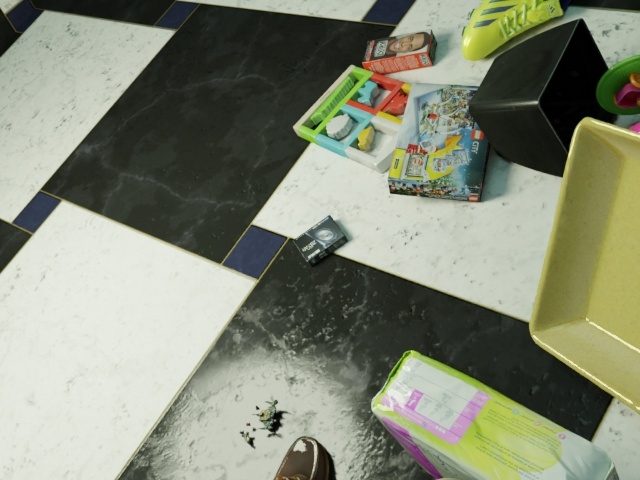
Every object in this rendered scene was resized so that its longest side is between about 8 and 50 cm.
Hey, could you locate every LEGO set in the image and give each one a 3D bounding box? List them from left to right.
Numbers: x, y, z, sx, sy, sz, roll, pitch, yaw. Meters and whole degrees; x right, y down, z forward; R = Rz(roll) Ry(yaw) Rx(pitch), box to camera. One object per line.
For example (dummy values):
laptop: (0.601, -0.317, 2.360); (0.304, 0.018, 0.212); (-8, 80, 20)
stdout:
LEGO set: (-0.091, 0.287, 1.301); (0.083, 0.023, 0.054); (-38, 42, 16)

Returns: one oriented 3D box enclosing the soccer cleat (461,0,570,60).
soccer cleat: (0.393, -0.441, 1.565); (0.289, 0.093, 0.121); (-41, 52, -5)

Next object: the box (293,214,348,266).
box: (0.000, 0.000, 1.479); (0.083, 0.018, 0.067); (-34, 45, 0)

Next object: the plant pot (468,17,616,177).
plant pot: (0.360, -0.224, 1.355); (0.167, 0.187, 0.188); (3, 55, 47)

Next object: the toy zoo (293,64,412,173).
toy zoo: (0.104, -0.237, 1.604); (0.293, 0.030, 0.192); (29, 72, 41)

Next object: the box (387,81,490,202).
box: (0.220, -0.178, 1.454); (0.159, 0.044, 0.233); (7, 58, 16)

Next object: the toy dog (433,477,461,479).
toy dog: (0.093, 0.437, 0.953); (0.161, 0.220, 0.334); (41, 87, 10)

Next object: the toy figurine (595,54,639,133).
toy figurine: (0.521, -0.178, 1.252); (0.173, 0.130, 0.159); (10, 53, -15)

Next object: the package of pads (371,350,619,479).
package of pads: (0.221, 0.267, 0.991); (0.296, 0.229, 0.101); (24, 69, 40)

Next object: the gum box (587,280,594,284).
gum box: (0.461, -0.017, 1.215); (0.157, 0.041, 0.184); (-14, 50, 18)

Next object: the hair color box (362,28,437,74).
hair color box: (0.162, -0.383, 1.681); (0.141, 0.043, 0.072); (-4, 52, 26)

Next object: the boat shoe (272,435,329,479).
boat shoe: (-0.042, 0.371, 1.167); (0.073, 0.073, 0.207); (-6, 51, 27)

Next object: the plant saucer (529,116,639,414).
plant saucer: (0.427, 0.043, 1.027); (0.081, 0.333, 0.333); (-2, 21, -27)
